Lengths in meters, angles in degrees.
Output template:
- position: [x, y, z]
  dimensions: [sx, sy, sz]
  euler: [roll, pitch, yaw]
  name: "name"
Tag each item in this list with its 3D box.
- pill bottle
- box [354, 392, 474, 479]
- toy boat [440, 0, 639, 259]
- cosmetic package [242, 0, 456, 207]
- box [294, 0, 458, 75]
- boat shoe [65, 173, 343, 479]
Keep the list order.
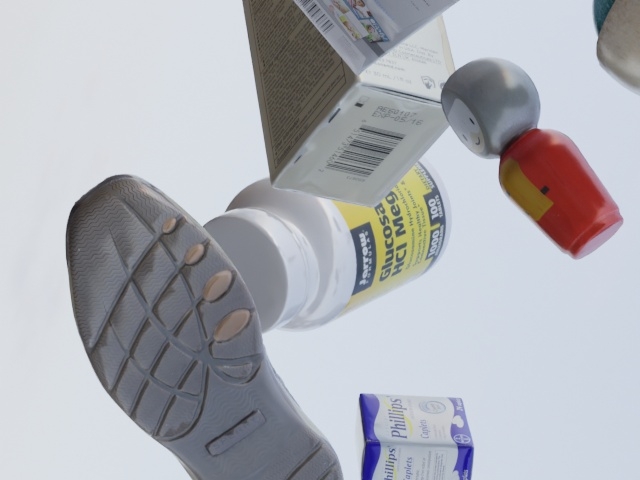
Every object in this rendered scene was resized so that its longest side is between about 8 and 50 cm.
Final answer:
- position: [0.000, 0.000, 2.022]
  dimensions: [0.334, 0.188, 0.188]
  euler: [-24, 152, -52]
  name: "pill bottle"
- position: [0.116, 0.253, 2.136]
  dimensions: [0.126, 0.137, 0.072]
  euler: [-97, -170, -67]
  name: "box"
- position: [0.206, -0.134, 1.046]
  dimensions: [0.148, 0.267, 0.318]
  euler: [53, -57, 16]
  name: "toy boat"
- position: [0.016, -0.203, 1.513]
  dimensions: [0.160, 0.113, 0.309]
  euler: [-47, -139, 45]
  name: "cosmetic package"
- position: [0.015, -0.177, 0.960]
  dimensions: [0.038, 0.145, 0.186]
  euler: [-42, -175, -16]
  name: "box"
- position: [-0.106, 0.092, 1.331]
  dimensions: [0.132, 0.355, 0.130]
  euler: [-31, -148, -9]
  name: "boat shoe"
